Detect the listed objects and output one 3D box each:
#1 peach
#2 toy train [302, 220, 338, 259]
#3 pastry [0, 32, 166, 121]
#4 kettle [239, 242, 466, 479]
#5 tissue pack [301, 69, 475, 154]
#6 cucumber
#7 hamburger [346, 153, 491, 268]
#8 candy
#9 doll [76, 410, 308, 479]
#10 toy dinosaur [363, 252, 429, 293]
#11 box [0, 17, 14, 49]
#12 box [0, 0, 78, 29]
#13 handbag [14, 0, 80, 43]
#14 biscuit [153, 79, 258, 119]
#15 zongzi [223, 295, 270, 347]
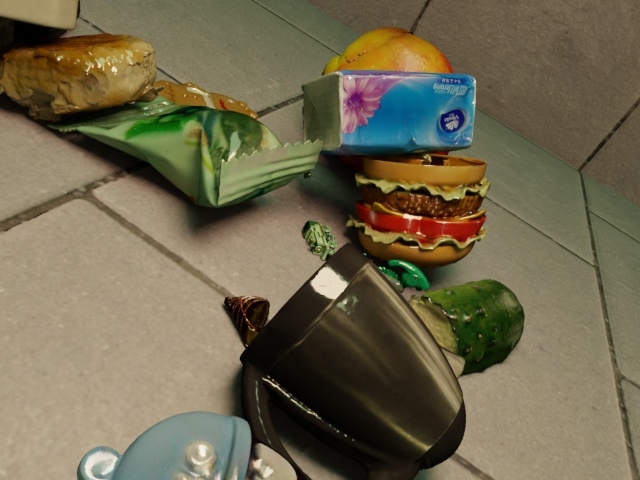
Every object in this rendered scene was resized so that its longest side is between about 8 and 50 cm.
[{"bbox_3d":[0.165,-0.311,1.266,0.370,0.370,0.370,21,33,-15],"label":"peach"},{"bbox_3d":[0.000,0.000,0.969,0.053,0.033,0.083,8,38,-23],"label":"toy train"},{"bbox_3d":[-0.415,-0.290,0.916,0.257,0.120,0.236,2,29,8],"label":"pastry"},{"bbox_3d":[0.057,0.171,0.632,0.271,0.207,0.251,42,26,4],"label":"kettle"},{"bbox_3d":[0.121,-0.232,0.970,0.263,0.146,0.198,-6,12,-20],"label":"tissue pack"},{"bbox_3d":[0.298,0.144,0.953,0.325,0.105,0.145,-2,43,-44],"label":"cucumber"},{"bbox_3d":[0.190,-0.055,1.012,0.274,0.212,0.274,2,14,-1],"label":"hamburger"},{"bbox_3d":[-0.234,-0.173,0.908,0.398,0.172,0.263,27,26,19],"label":"candy"},{"bbox_3d":[-0.064,0.257,0.465,0.314,0.141,0.177,27,36,-12],"label":"doll"},{"bbox_3d":[0.119,0.066,0.915,0.132,0.096,0.059,32,31,-3],"label":"toy dinosaur"},{"bbox_3d":[-0.621,-0.392,0.982,0.045,0.062,0.098,19,36,-9],"label":"box"},{"bbox_3d":[-0.599,-0.440,0.854,0.367,0.090,0.373,3,25,-28],"label":"box"},{"bbox_3d":[-0.658,-0.514,1.102,0.247,0.080,0.223,18,35,-18],"label":"handbag"},{"bbox_3d":[-0.251,-0.298,1.176,0.249,0.035,0.184,9,38,-31],"label":"biscuit"},{"bbox_3d":[-0.097,0.114,0.727,0.067,0.073,0.083,14,-4,-24],"label":"zongzi"}]
